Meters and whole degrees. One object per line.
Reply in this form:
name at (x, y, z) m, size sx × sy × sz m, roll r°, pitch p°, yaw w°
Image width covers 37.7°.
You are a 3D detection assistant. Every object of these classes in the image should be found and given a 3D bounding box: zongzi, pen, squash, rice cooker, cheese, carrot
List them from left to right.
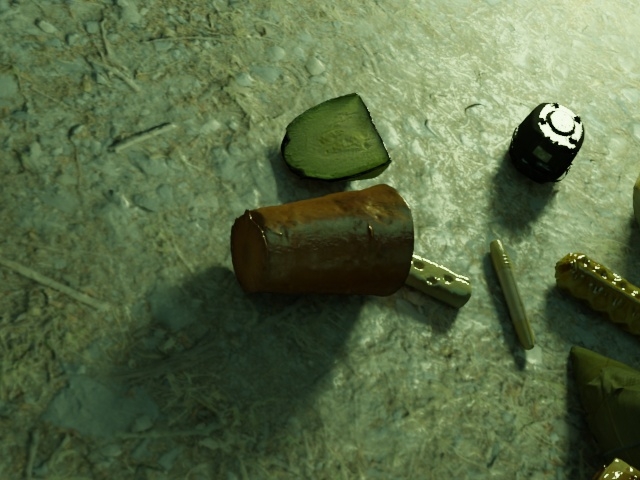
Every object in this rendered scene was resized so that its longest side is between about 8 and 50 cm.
carrot at (0.000, 0.000, 1.527) m, size 0.254 × 0.196 × 0.196 m, roll -1°, pitch 55°, yaw -25°
squash at (0.022, -0.164, 1.755) m, size 0.184 × 0.085 × 0.192 m, roll -20°, pitch 57°, yaw -3°
cheese at (0.177, 0.059, 1.658) m, size 0.194 × 0.043 × 0.065 m, roll 22°, pitch 43°, yaw -5°
pen at (0.352, 0.098, 1.716) m, size 0.040 × 0.032 × 0.233 m, roll 21°, pitch 45°, yaw -40°
rice cooker at (0.471, -0.204, 1.947) m, size 0.142 × 0.118 × 0.203 m, roll 31°, pitch 44°, yaw 1°
zongzi at (0.544, 0.249, 1.469) m, size 0.174 × 0.356 × 0.393 m, roll -6°, pitch 55°, yaw -20°

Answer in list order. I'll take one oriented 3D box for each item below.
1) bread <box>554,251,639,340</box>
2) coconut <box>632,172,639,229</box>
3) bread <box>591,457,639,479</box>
bread at (0.603, 0.139, 1.768) m, size 0.367 × 0.084 × 0.077 m, roll 32°, pitch 5°, yaw 0°
coconut at (0.749, -0.089, 1.922) m, size 0.241 × 0.241 × 0.241 m, roll 12°, pitch 50°, yaw -15°
bread at (0.437, 0.538, 1.305) m, size 0.370 × 0.191 × 0.314 m, roll 51°, pitch 45°, yaw 3°
